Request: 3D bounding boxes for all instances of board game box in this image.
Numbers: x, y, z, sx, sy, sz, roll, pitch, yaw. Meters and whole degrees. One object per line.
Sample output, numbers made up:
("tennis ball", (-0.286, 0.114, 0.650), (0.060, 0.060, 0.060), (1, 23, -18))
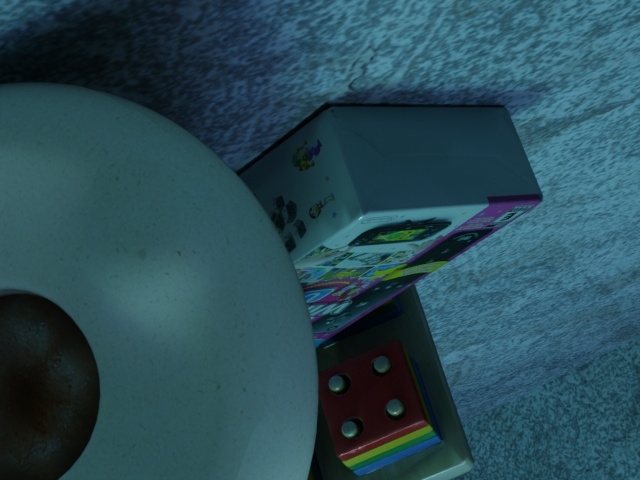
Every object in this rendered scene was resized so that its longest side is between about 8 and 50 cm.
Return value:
("board game box", (0.000, 0.000, 1.256), (0.224, 0.097, 0.303), (-4, 158, -45))

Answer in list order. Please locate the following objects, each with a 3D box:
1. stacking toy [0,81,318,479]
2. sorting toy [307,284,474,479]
("stacking toy", (-0.122, 0.103, 1.020), (0.350, 0.351, 0.480), (-24, 169, 11))
("sorting toy", (-0.016, 0.141, 1.455), (0.255, 0.257, 0.089), (-24, 147, 11))
